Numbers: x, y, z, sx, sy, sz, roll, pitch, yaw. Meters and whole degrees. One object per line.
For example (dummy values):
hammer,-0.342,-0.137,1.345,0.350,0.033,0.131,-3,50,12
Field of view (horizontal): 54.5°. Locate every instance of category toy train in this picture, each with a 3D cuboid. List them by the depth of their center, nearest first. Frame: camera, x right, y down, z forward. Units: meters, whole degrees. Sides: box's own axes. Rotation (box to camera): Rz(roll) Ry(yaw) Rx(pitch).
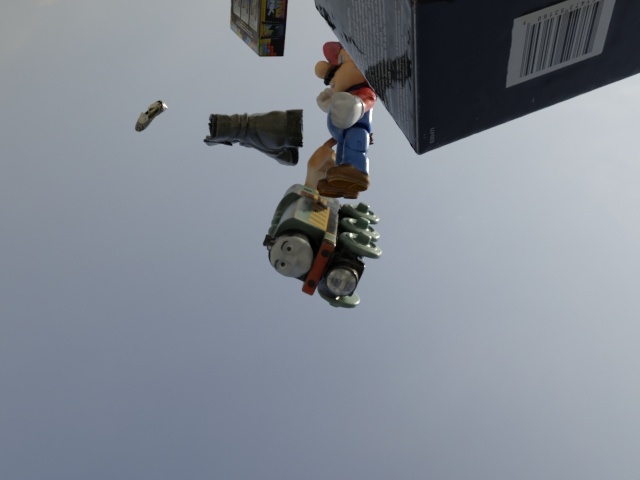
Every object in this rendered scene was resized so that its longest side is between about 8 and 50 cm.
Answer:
toy train,0.000,0.000,1.108,0.334,0.190,0.142,-79,-168,-70

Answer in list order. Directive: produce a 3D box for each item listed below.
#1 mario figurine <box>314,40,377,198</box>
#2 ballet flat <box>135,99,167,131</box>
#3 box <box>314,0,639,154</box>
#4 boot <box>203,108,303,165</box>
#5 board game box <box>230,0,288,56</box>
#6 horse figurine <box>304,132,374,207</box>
mario figurine,0.030,-0.245,1.145,0.198,0.170,0.320,-6,-108,43
ballet flat,-0.482,-0.354,1.742,0.114,0.041,0.041,-44,-136,-9
box,0.167,-0.282,0.628,0.296,0.182,0.294,-20,-127,-6
boot,-0.115,-0.182,1.069,0.161,0.246,0.083,0,-93,-5
board game box,-0.104,-0.400,1.033,0.048,0.141,0.170,-7,-145,-23
horse figurine,0.019,-0.123,1.330,0.066,0.175,0.263,30,-78,56
